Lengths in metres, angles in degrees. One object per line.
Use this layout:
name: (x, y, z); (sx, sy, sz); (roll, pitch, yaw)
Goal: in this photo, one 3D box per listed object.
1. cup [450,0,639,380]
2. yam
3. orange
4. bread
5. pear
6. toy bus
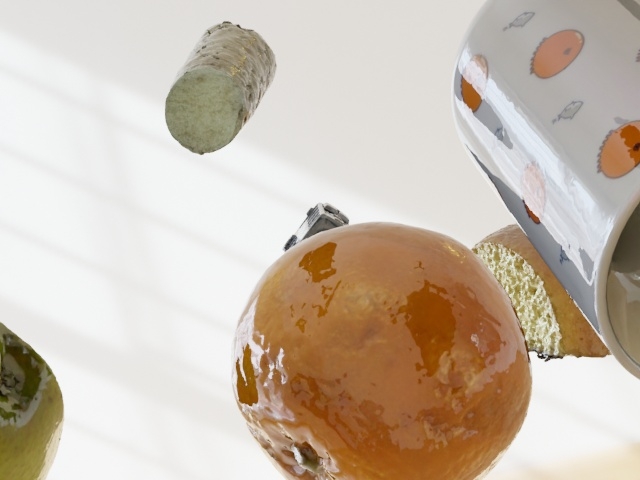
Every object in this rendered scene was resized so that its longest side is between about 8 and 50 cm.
cup: (0.224, -0.068, 1.345); (0.212, 0.212, 0.317); (-19, 36, -9)
yam: (-0.085, -0.132, 1.630); (0.078, 0.078, 0.179); (-12, 17, 13)
orange: (0.051, 0.109, 1.646); (0.261, 0.261, 0.261); (-15, 19, 5)
bread: (0.229, 0.043, 2.043); (0.129, 0.134, 0.260); (-8, 12, -34)
pear: (-0.370, 0.176, 1.814); (0.292, 0.292, 0.159); (-7, 37, 27)
toy bus: (0.000, 0.000, 1.859); (0.065, 0.047, 0.166); (-55, 4, 4)
